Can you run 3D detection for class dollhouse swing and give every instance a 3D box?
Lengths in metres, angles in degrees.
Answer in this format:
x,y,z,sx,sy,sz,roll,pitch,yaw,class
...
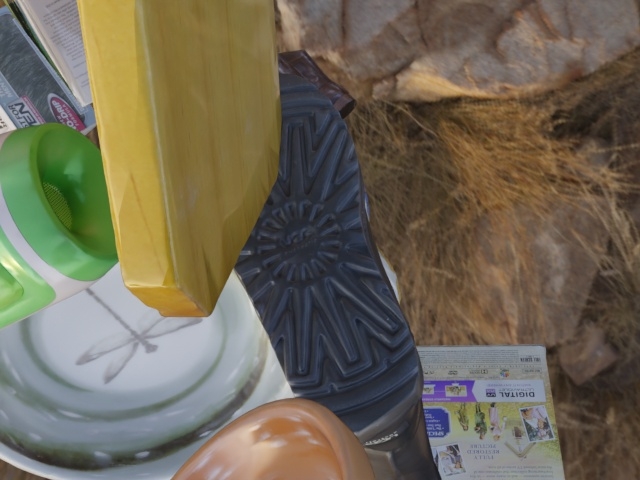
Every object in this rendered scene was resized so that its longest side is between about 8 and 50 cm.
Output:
x,y,z,sx,sy,sz,roll,pitch,yaw,class
-0.167,-0.168,0.492,0.315,0.347,0.305,13,115,1,dollhouse swing

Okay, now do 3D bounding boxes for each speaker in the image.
x,y,z,sx,sy,sz,roll,pitch,yaw,class
-0.292,0.022,0.674,0.297,0.131,0.131,-24,111,19,speaker

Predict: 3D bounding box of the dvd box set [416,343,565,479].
x,y,z,sx,sy,sz,roll,pitch,yaw,class
0.244,0.367,1.478,0.308,0.420,0.062,-2,142,3,dvd box set

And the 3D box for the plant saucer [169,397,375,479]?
x,y,z,sx,sy,sz,roll,pitch,yaw,class
-0.042,0.155,0.333,0.037,0.200,0.200,37,103,-19,plant saucer

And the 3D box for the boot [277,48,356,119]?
x,y,z,sx,sy,sz,roll,pitch,yaw,class
-0.031,-0.163,1.025,0.106,0.114,0.037,-37,155,-13,boot

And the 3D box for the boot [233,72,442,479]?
x,y,z,sx,sy,sz,roll,pitch,yaw,class
0.022,0.089,0.955,0.146,0.367,0.445,-18,153,4,boot

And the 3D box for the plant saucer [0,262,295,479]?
x,y,z,sx,sy,sz,roll,pitch,yaw,class
-0.214,0.109,1.000,0.400,0.100,0.400,-6,126,-9,plant saucer

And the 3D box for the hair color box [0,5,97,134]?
x,y,z,sx,sy,sz,roll,pitch,yaw,class
-0.471,-0.158,1.252,0.113,0.374,0.185,-41,102,-37,hair color box

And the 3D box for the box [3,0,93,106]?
x,y,z,sx,sy,sz,roll,pitch,yaw,class
-0.298,-0.284,0.851,0.058,0.322,0.232,-30,128,-11,box

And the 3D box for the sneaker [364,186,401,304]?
x,y,z,sx,sy,sz,roll,pitch,yaw,class
0.000,0.000,1.104,0.112,0.131,0.296,-19,104,41,sneaker
